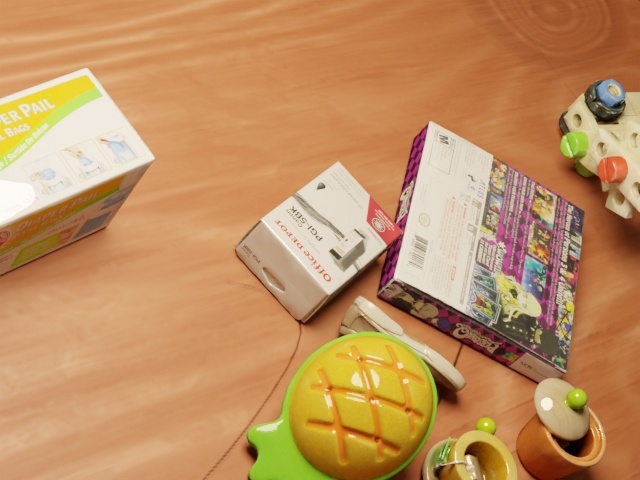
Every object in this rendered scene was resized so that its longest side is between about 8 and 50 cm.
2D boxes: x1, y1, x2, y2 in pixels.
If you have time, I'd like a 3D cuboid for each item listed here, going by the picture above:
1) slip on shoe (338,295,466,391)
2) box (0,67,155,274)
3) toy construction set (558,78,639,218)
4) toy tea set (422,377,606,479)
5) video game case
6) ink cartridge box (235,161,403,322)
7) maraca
[{"bbox_3d":[0.077,0.107,1.334,0.135,0.051,0.041,38,85,-16],"label":"slip on shoe"},{"bbox_3d":[-0.258,-0.046,1.162,0.203,0.114,0.103,-29,77,-42],"label":"box"},{"bbox_3d":[0.397,-0.087,1.629,0.328,0.151,0.215,5,56,-45],"label":"toy construction set"},{"bbox_3d":[0.194,0.255,1.244,0.200,0.124,0.336,22,49,-20],"label":"toy tea set"},{"bbox_3d":[0.174,0.010,1.466,0.210,0.042,0.232,28,47,-15],"label":"video game case"},{"bbox_3d":[0.000,0.000,1.345,0.099,0.056,0.135,47,45,3],"label":"ink cartridge box"},{"bbox_3d":[0.020,0.159,1.220,0.186,0.099,0.127,-42,80,-19],"label":"maraca"}]
